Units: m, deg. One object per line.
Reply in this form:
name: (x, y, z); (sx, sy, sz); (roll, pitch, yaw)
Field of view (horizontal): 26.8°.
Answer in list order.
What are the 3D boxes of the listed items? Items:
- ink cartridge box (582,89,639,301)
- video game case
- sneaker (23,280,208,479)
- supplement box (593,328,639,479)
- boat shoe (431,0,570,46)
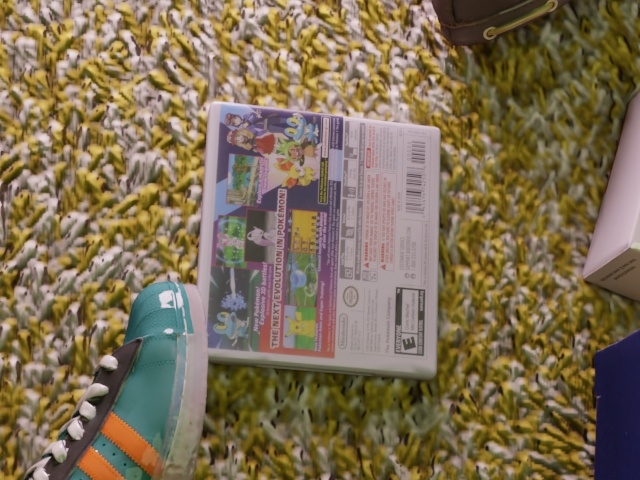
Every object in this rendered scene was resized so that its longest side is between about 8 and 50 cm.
ink cartridge box: (0.349, -0.014, 1.055); (0.237, 0.100, 0.172); (21, 71, -5)
video game case: (0.000, 0.000, 1.016); (0.183, 0.023, 0.201); (6, 73, -11)
sneaker: (-0.153, 0.163, 0.886); (0.121, 0.108, 0.302); (14, 72, -12)
supplement box: (0.394, 0.176, 0.957); (0.356, 0.195, 0.194); (9, 71, -9)
boat shoe: (0.225, -0.260, 1.105); (0.324, 0.096, 0.116); (-28, 41, -22)
